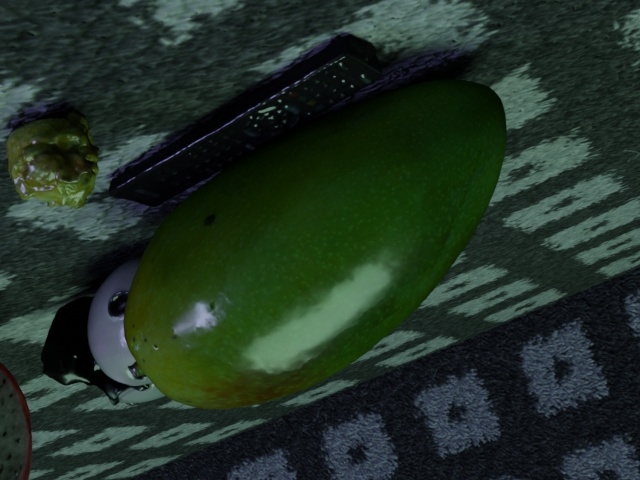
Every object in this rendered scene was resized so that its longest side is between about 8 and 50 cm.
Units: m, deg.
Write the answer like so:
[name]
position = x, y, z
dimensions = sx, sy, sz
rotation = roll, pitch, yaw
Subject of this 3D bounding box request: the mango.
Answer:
[mango]
position = 0.000, 0.000, 0.923
dimensions = 0.382, 0.201, 0.225
rotation = -38, 166, 9

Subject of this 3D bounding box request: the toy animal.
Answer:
[toy animal]
position = -0.182, 0.094, 1.115
dimensions = 0.166, 0.138, 0.179
rotation = -29, 177, -34

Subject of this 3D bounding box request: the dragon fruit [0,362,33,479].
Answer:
[dragon fruit]
position = -0.427, 0.207, 1.005
dimensions = 0.189, 0.291, 0.290
rotation = 7, 177, 26

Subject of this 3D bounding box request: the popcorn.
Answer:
[popcorn]
position = -0.180, -0.058, 0.752
dimensions = 0.059, 0.068, 0.083
rotation = -51, 176, 28

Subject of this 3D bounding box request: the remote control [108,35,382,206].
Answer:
[remote control]
position = -0.063, -0.088, 0.854
dimensions = 0.245, 0.025, 0.063
rotation = -27, 162, 25
